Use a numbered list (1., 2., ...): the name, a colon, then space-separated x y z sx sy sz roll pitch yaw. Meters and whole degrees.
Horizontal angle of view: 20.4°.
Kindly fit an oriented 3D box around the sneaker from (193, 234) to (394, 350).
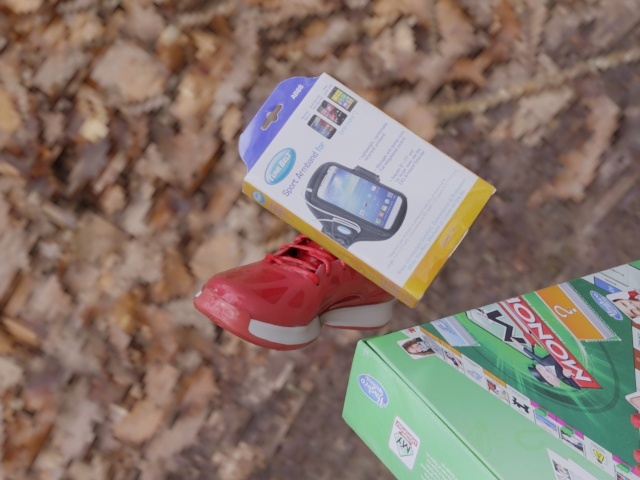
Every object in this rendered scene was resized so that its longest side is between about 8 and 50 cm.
1. sneaker: 0.000 0.000 1.265 0.087 0.221 0.128 30 108 23

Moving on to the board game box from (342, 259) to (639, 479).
1. board game box: 0.184 0.121 0.676 0.317 0.213 0.046 46 137 38

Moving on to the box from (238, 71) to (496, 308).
1. box: 0.021 -0.033 1.003 0.136 0.028 0.081 34 74 7
